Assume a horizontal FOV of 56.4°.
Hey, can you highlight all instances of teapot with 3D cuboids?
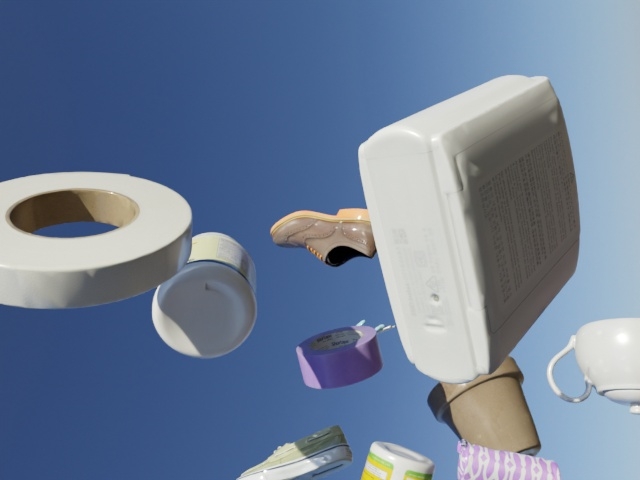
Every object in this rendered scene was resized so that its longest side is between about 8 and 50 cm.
[{"bbox_3d":[0.679,0.284,1.307,0.252,0.256,0.187,18,-113,-24],"label":"teapot"}]

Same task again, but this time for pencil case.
[{"bbox_3d":[0.376,0.465,1.209,0.088,0.206,0.086,-54,-23,-75],"label":"pencil case"}]

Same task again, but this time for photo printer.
[{"bbox_3d":[0.183,-0.035,0.641,0.307,0.107,0.256,-32,-67,-43],"label":"photo printer"}]

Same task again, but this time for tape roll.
[{"bbox_3d":[0.044,0.263,1.363,0.189,0.189,0.080,-21,-80,-54],"label":"tape roll"},{"bbox_3d":[-0.411,-0.018,1.008,0.392,0.392,0.072,-33,-44,-52],"label":"tape roll"}]

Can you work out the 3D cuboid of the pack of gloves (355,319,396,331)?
[{"bbox_3d":[0.073,0.255,1.586,0.046,0.232,0.195,69,-167,11],"label":"pack of gloves"}]

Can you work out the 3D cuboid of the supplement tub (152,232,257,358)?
[{"bbox_3d":[-0.276,0.120,1.479,0.325,0.235,0.235,-112,4,-72],"label":"supplement tub"}]

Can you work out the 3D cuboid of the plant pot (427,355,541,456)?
[{"bbox_3d":[0.439,0.457,1.528,0.263,0.263,0.229,37,-158,-48],"label":"plant pot"}]

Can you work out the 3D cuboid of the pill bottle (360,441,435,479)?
[{"bbox_3d":[0.134,0.549,1.209,0.136,0.136,0.245,27,-101,-51],"label":"pill bottle"}]

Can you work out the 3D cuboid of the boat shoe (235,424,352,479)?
[{"bbox_3d":[-0.069,0.537,1.436,0.109,0.302,0.094,65,-174,-48],"label":"boat shoe"}]

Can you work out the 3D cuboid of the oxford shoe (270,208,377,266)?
[{"bbox_3d":[0.000,0.000,1.618,0.130,0.364,0.132,33,-119,-44],"label":"oxford shoe"}]
